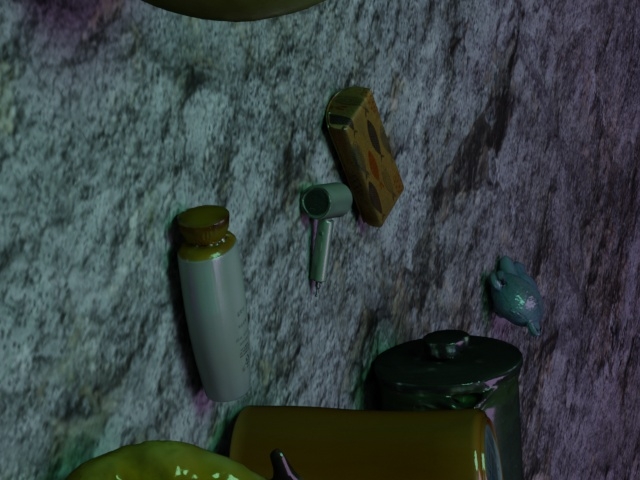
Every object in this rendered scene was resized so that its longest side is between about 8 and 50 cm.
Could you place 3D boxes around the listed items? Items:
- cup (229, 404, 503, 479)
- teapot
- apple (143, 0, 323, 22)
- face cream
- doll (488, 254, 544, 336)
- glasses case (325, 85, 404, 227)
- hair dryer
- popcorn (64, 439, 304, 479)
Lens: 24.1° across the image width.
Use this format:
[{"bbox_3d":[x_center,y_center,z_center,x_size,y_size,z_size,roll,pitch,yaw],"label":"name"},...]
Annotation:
[{"bbox_3d":[0.043,0.235,1.467,0.226,0.264,0.182,-50,132,-72],"label":"cup"},{"bbox_3d":[0.161,0.268,1.857,0.270,0.200,0.337,-103,-172,-75],"label":"teapot"},{"bbox_3d":[-0.085,-0.306,1.080,0.295,0.233,0.257,52,31,-38],"label":"apple"},{"bbox_3d":[-0.094,0.058,1.349,0.072,0.051,0.182,-49,138,-55],"label":"face cream"},{"bbox_3d":[0.296,0.084,2.305,0.120,0.075,0.180,50,10,-6],"label":"doll"},{"bbox_3d":[0.047,-0.094,1.686,0.064,0.041,0.170,-59,148,-28],"label":"glasses case"},{"bbox_3d":[0.000,0.000,1.604,0.063,0.038,0.124,-10,110,-66],"label":"hair dryer"},{"bbox_3d":[-0.105,0.334,1.138,0.297,0.281,0.316,54,10,-31],"label":"popcorn"}]
